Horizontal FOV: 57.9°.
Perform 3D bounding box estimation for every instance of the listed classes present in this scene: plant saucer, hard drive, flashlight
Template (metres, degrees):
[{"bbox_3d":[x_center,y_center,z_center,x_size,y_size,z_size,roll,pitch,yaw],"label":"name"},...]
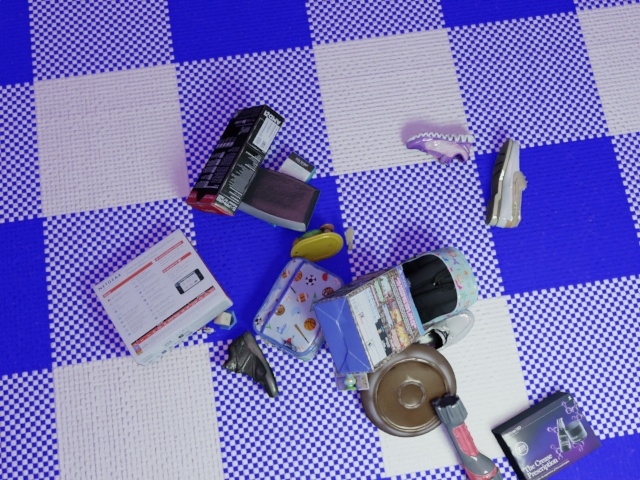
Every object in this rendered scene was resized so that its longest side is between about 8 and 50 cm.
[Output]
[{"bbox_3d":[0.279,0.475,1.800,0.310,0.050,0.311,0,97,-4],"label":"plant saucer"},{"bbox_3d":[-0.141,-0.143,1.893,0.254,0.054,0.172,20,79,2],"label":"hard drive"},{"bbox_3d":[0.450,0.614,1.753,0.103,0.103,0.304,-25,98,-3],"label":"flashlight"}]

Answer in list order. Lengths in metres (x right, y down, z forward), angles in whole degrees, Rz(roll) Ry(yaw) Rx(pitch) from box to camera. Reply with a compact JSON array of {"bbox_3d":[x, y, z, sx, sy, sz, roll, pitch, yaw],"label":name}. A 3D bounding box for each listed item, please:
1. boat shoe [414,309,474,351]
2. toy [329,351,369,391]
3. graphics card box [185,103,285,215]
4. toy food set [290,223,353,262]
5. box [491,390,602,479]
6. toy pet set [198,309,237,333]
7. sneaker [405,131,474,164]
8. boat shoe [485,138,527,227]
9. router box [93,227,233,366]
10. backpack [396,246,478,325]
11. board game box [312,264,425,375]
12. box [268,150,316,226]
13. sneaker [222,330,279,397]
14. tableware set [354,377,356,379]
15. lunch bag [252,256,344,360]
[{"bbox_3d":[0.386,0.304,1.862,0.267,0.088,0.096,-26,80,-6],"label":"boat shoe"},{"bbox_3d":[0.072,0.355,1.821,0.056,0.137,0.237,-1,78,-46],"label":"toy"},{"bbox_3d":[-0.282,-0.260,1.887,0.094,0.232,0.371,32,77,-31],"label":"graphics card box"},{"bbox_3d":[0.000,0.000,1.913,0.217,0.128,0.071,-16,50,-4],"label":"toy food set"},{"bbox_3d":[0.701,0.615,1.804,0.261,0.103,0.184,-28,78,-7],"label":"box"},{"bbox_3d":[-0.333,0.245,1.881,0.114,0.065,0.122,0,72,34],"label":"toy pet set"},{"bbox_3d":[0.412,-0.313,1.992,0.236,0.095,0.105,2,86,-2],"label":"sneaker"},{"bbox_3d":[0.642,-0.190,1.967,0.103,0.113,0.302,11,89,-1],"label":"boat shoe"},{"bbox_3d":[-0.498,0.175,1.832,0.335,0.082,0.301,-35,67,-8],"label":"router box"},{"bbox_3d":[0.372,0.136,1.814,0.191,0.253,0.225,-15,77,-30],"label":"backpack"},{"bbox_3d":[0.150,0.234,1.734,0.291,0.141,0.232,-22,93,-47],"label":"board game box"},{"bbox_3d":[-0.124,-0.174,1.960,0.100,0.060,0.244,35,80,5],"label":"box"},{"bbox_3d":[-0.224,0.413,1.826,0.130,0.087,0.228,-31,78,-6],"label":"sneaker"},{"bbox_3d":[0.179,0.409,1.868,0.154,0.024,0.104,7,79,-1],"label":"tableware set"},{"bbox_3d":[-0.070,0.218,1.840,0.243,0.115,0.303,27,76,21],"label":"lunch bag"}]
